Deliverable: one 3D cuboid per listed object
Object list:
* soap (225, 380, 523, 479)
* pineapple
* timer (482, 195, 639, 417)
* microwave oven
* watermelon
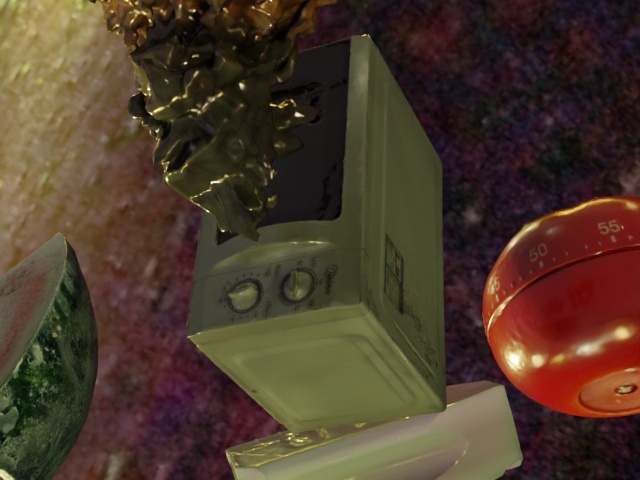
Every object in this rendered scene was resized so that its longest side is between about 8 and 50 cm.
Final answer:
[{"bbox_3d":[0.067,0.275,1.399,0.208,0.347,0.115,172,83,-81],"label":"soap"},{"bbox_3d":[-0.075,-0.168,0.809,0.223,0.223,0.357,-13,77,53],"label":"pineapple"},{"bbox_3d":[0.439,0.108,1.696,0.378,0.378,0.279,-36,47,36],"label":"timer"},{"bbox_3d":[0.000,0.000,1.045,0.181,0.237,0.295,-12,53,20],"label":"microwave oven"},{"bbox_3d":[-0.343,0.120,1.187,0.320,0.214,0.289,68,-147,-75],"label":"watermelon"}]
